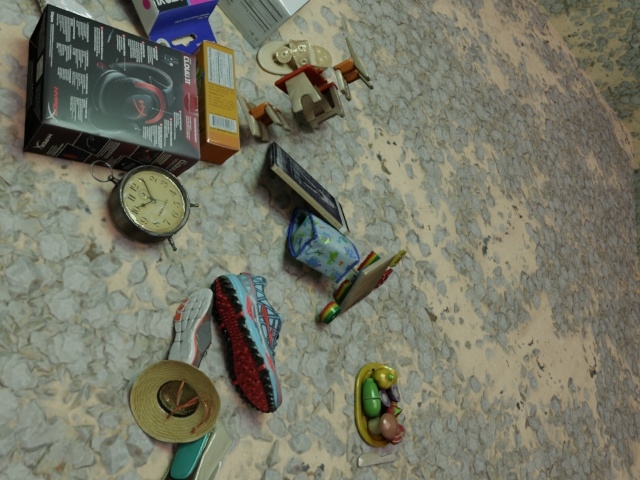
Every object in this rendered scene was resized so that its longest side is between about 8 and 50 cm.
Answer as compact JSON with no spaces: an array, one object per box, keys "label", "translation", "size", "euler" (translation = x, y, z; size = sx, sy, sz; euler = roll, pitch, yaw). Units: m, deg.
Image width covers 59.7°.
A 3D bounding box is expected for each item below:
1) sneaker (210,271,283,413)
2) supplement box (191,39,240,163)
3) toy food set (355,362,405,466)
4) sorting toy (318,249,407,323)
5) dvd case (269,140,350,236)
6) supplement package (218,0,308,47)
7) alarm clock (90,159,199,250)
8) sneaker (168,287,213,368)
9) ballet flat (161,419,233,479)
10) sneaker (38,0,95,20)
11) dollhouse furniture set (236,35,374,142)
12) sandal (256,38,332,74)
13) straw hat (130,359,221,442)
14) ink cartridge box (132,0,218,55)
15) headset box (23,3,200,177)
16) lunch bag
[{"label":"sneaker","translation":[-0.105,0.179,1.024],"size":[0.125,0.104,0.262],"euler":[-10,81,-46]},{"label":"supplement box","translation":[-0.216,-0.279,1.124],"size":[0.080,0.078,0.233],"euler":[10,66,-36]},{"label":"toy food set","translation":[0.142,0.368,1.193],"size":[0.128,0.071,0.218],"euler":[18,62,-37]},{"label":"sorting toy","translation":[0.096,0.079,1.237],"size":[0.046,0.132,0.274],"euler":[42,38,18]},{"label":"dvd case","translation":[-0.025,-0.114,1.212],"size":[0.221,0.018,0.164],"euler":[41,16,-22]},{"label":"supplement package","translation":[-0.118,-0.619,1.301],"size":[0.204,0.145,0.262],"euler":[48,47,-18]},{"label":"alarm clock","translation":[-0.311,-0.072,0.963],"size":[0.192,0.064,0.129],"euler":[40,51,-28]},{"label":"sneaker","translation":[-0.217,0.161,0.974],"size":[0.065,0.061,0.158],"euler":[56,40,-49]},{"label":"ballet flat","translation":[-0.212,0.392,0.862],"size":[0.086,0.086,0.248],"euler":[47,47,-18]},{"label":"sneaker","translation":[-0.463,-0.415,0.971],"size":[0.152,0.054,0.061],"euler":[48,51,-18]},{"label":"dollhouse furniture set","translation":[-0.030,-0.331,1.214],"size":[0.135,0.262,0.259],"euler":[66,11,2]},{"label":"sandal","translation":[-0.044,-0.459,1.351],"size":[0.240,0.079,0.088],"euler":[-17,85,-45]},{"label":"straw hat","translation":[-0.227,0.253,0.906],"size":[0.144,0.144,0.061],"euler":[62,4,-4]},{"label":"ink cartridge box","translation":[-0.313,-0.550,1.090],"size":[0.176,0.069,0.371],"euler":[-41,120,-44]},{"label":"headset box","translation":[-0.340,-0.240,0.971],"size":[0.293,0.110,0.218],"euler":[7,69,-40]},{"label":"lunch bag","translation":[0.000,0.000,1.199],"size":[0.129,0.096,0.151],"euler":[33,25,-29]}]
